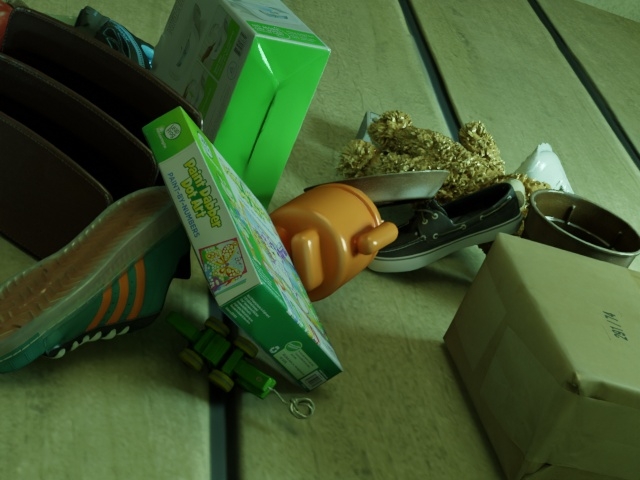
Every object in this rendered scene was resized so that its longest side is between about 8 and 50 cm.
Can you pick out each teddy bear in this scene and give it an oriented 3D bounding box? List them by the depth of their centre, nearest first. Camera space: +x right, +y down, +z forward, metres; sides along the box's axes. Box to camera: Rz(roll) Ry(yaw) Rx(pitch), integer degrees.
[{"bbox_3d":[0.186,-0.087,2.037,0.245,0.113,0.338,-24,52,-30],"label":"teddy bear"}]

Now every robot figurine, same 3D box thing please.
[{"bbox_3d":[-0.002,-0.001,1.752,0.128,0.158,0.219,49,29,5],"label":"robot figurine"}]

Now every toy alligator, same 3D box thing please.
[{"bbox_3d":[-0.087,0.139,1.494,0.190,0.056,0.051,34,-18,10],"label":"toy alligator"}]

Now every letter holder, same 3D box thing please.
[{"bbox_3d":[-0.314,-0.123,1.630,0.302,0.214,0.152,32,26,19],"label":"letter holder"}]

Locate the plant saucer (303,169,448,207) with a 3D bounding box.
[{"bbox_3d":[0.077,-0.065,1.895,0.199,0.036,0.198,-7,-1,0],"label":"plant saucer"}]

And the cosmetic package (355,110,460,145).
[{"bbox_3d":[0.177,-0.132,2.254,0.239,0.060,0.099,19,25,-7],"label":"cosmetic package"}]

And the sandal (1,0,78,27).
[{"bbox_3d":[-0.470,-0.346,2.110,0.303,0.086,0.120,-5,36,-45],"label":"sandal"}]

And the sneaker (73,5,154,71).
[{"bbox_3d":[-0.303,-0.239,1.991,0.140,0.125,0.341,22,26,-12],"label":"sneaker"}]

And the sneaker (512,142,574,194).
[{"bbox_3d":[0.360,-0.076,2.178,0.095,0.090,0.235,49,4,23],"label":"sneaker"}]

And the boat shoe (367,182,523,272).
[{"bbox_3d":[0.164,-0.024,1.890,0.229,0.076,0.080,-15,31,-6],"label":"boat shoe"}]

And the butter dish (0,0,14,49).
[{"bbox_3d":[-0.482,-0.292,1.914,0.160,0.118,0.160,26,49,7],"label":"butter dish"}]

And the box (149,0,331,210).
[{"bbox_3d":[-0.131,-0.201,1.892,0.127,0.262,0.231,6,28,-33],"label":"box"}]

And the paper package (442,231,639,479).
[{"bbox_3d":[0.338,0.166,1.650,0.310,0.168,0.325,15,25,-19],"label":"paper package"}]

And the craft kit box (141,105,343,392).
[{"bbox_3d":[-0.082,0.014,1.509,0.246,0.061,0.250,60,4,32],"label":"craft kit box"}]

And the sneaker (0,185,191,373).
[{"bbox_3d":[-0.232,0.064,1.451,0.108,0.121,0.302,7,35,38],"label":"sneaker"}]

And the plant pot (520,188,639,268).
[{"bbox_3d":[0.328,0.042,1.897,0.167,0.165,0.167,19,24,-9],"label":"plant pot"}]
